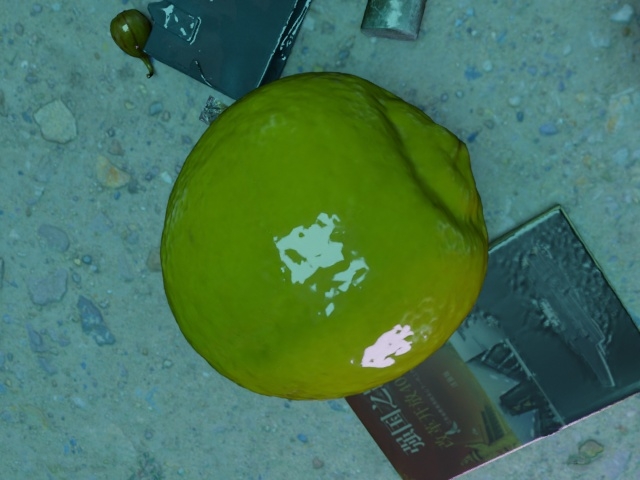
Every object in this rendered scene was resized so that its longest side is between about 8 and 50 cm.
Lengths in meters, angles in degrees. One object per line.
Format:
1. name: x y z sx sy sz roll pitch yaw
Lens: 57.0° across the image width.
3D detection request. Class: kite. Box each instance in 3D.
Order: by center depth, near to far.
1. kite: -0.120 -0.161 0.761 0.077 0.002 0.044 11 106 9

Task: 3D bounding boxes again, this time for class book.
1. book: 0.210 0.158 0.769 0.373 0.028 0.263 -33 98 17

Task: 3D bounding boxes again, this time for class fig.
1. fig: -0.230 -0.245 0.739 0.050 0.050 0.083 -14 115 14

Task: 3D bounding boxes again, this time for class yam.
1. yam: 0.095 -0.307 0.647 0.068 0.068 0.170 16 108 7

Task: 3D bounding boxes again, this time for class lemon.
1. lemon: 0.000 0.000 0.616 0.347 0.348 0.349 3 105 10

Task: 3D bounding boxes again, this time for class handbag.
1. handbag: -0.103 -0.295 0.694 0.179 0.062 0.229 28 108 6
